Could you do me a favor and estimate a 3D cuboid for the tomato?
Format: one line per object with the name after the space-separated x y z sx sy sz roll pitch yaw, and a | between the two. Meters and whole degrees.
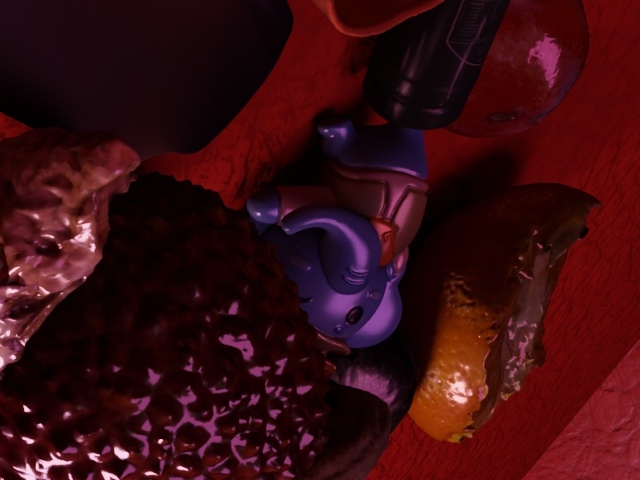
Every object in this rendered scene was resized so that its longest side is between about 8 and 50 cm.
0.193 -0.171 1.320 0.189 0.099 0.173 -33 155 -25 | tomato

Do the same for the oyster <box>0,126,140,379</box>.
-0.210 0.022 0.793 0.341 0.110 0.166 -33 -140 57 | oyster

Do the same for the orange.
0.191 0.063 1.562 0.334 0.196 0.262 -43 168 -28 | orange

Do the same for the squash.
0.004 0.152 1.444 0.193 0.156 0.193 -5 108 -17 | squash

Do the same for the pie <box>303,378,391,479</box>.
-0.083 0.182 1.217 0.323 0.323 0.070 -25 111 -41 | pie

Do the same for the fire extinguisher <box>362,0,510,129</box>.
0.119 -0.236 1.106 0.311 0.095 0.114 110 -4 -46 | fire extinguisher

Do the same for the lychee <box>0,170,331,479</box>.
-0.134 0.088 0.994 0.275 0.304 0.275 -47 -169 12 | lychee

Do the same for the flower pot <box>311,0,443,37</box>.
0.013 -0.242 0.807 0.191 0.173 0.190 -37 154 -22 | flower pot

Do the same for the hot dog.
-0.152 -0.163 0.757 0.194 0.107 0.326 -53 149 -8 | hot dog

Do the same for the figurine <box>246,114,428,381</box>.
0.000 -0.001 1.249 0.180 0.154 0.262 -5 117 -45 | figurine
